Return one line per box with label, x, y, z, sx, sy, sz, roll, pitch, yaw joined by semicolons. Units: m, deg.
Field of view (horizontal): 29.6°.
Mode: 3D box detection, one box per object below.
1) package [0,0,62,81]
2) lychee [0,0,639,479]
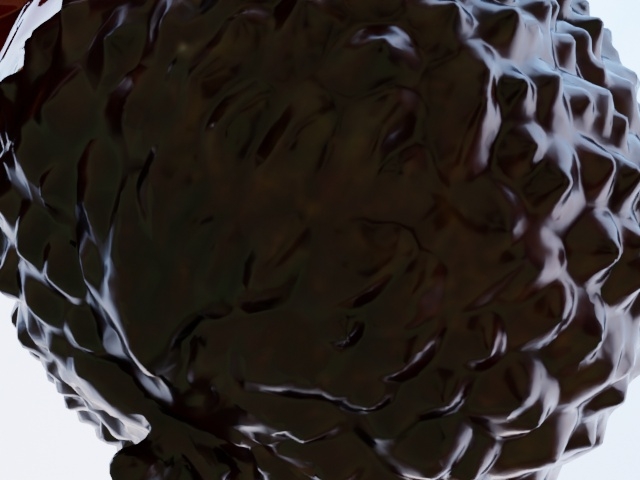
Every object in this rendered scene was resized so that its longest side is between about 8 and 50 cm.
package;-0.201;-0.188;0.815;0.123;0.196;0.423;41;-118;-1
lychee;0.000;0.000;0.737;0.425;0.424;0.500;16;-121;12
